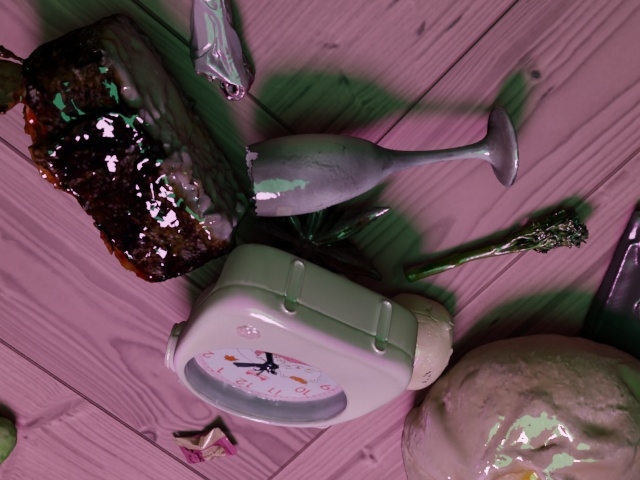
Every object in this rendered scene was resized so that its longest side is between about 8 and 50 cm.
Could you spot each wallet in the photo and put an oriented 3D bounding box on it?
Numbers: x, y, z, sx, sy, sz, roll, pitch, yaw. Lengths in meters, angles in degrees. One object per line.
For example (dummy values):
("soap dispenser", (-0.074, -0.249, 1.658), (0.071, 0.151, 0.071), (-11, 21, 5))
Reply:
("wallet", (0.451, 0.079, 1.305), (0.168, 0.052, 0.245), (12, 119, -2))

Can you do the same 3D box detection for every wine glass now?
("wine glass", (0.085, -0.020, 1.115), (0.309, 0.264, 0.096), (-9, 149, -8))

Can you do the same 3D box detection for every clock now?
("clock", (-0.059, 0.140, 1.251), (0.265, 0.109, 0.324), (25, 145, -21))

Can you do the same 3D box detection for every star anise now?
("star anise", (0.000, 0.000, 1.256), (0.180, 0.061, 0.205), (1, 114, 8))

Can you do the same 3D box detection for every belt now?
("belt", (-0.125, -0.273, 1.125), (0.071, 0.053, 0.232), (-10, 117, -3))

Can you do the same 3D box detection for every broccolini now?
("broccolini", (0.222, 0.011, 1.272), (0.239, 0.054, 0.051), (-15, 81, 11))

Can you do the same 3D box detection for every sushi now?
("sushi", (-0.225, -0.102, 1.135), (0.182, 0.196, 0.343), (-31, 113, 7))

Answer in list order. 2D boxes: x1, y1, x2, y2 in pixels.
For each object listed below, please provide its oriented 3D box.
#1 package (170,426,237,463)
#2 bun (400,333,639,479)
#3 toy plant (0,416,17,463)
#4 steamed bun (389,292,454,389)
("package", (-0.169, 0.297, 1.430), (0.083, 0.029, 0.059), (-16, 124, 20))
("bun", (0.295, 0.295, 1.316), (0.365, 0.219, 0.365), (1, 122, 1))
("toy plant", (-0.634, 0.321, 1.330), (0.356, 0.210, 0.317), (34, 72, -27))
("steamed bun", (0.115, 0.141, 1.312), (0.112, 0.091, 0.130), (19, 116, -7))
